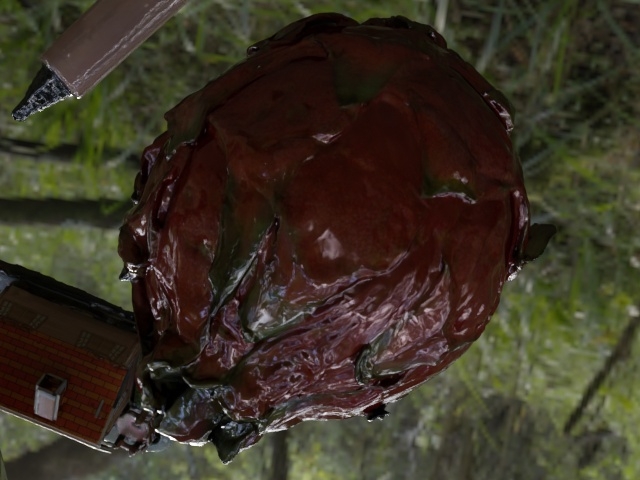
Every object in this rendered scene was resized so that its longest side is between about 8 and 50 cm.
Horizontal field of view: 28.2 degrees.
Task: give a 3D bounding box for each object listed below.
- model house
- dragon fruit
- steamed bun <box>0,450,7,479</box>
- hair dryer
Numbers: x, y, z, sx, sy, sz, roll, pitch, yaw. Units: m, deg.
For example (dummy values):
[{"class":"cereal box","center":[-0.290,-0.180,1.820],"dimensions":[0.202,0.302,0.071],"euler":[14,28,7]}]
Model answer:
[{"class":"model house","center":[-0.313,0.172,1.448],"dimensions":[0.294,0.207,0.154],"euler":[21,-144,5]},{"class":"dragon fruit","center":[0.000,0.000,0.780],"dimensions":[0.244,0.298,0.244],"euler":[29,167,8]},{"class":"steamed bun","center":[-0.462,0.226,1.200],"dimensions":[0.334,0.373,0.334],"euler":[-18,-162,6]},{"class":"hair dryer","center":[-0.115,-0.215,0.995],"dimensions":[0.107,0.344,0.189],"euler":[42,172,13]}]
